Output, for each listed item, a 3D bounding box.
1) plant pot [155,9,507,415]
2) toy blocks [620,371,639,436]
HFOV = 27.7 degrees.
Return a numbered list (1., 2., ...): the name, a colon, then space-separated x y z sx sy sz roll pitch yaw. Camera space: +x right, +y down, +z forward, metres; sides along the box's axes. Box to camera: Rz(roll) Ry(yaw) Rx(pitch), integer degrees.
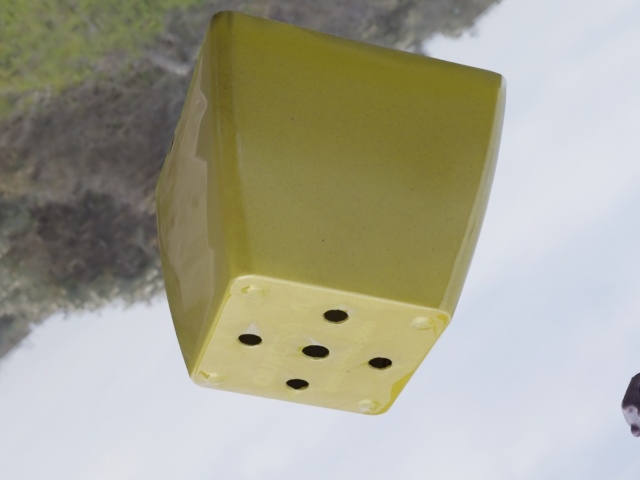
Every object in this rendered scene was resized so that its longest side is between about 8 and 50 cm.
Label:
1. plant pot: 0.000 0.000 0.901 0.212 0.212 0.187 117 -21 -51
2. toy blocks: 0.371 0.306 1.171 0.260 0.308 0.289 -34 -155 -20
